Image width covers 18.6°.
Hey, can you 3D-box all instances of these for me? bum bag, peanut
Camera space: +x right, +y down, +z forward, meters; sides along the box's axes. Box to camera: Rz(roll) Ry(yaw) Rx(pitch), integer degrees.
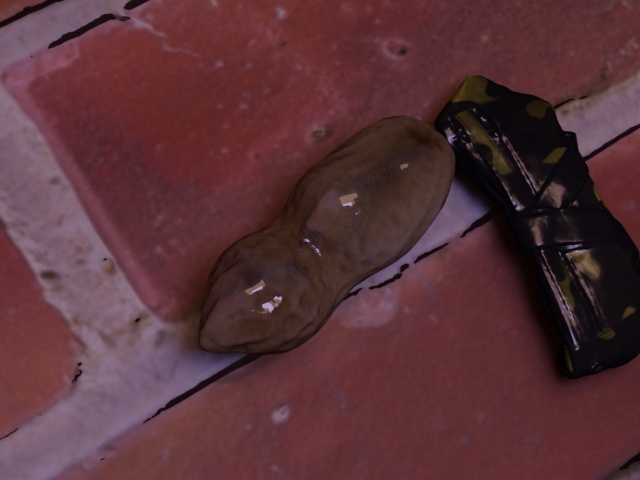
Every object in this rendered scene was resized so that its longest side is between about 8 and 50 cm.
[{"bbox_3d":[0.161,-0.017,1.371,0.106,0.060,0.232,-19,76,-32],"label":"bum bag"},{"bbox_3d":[0.001,0.001,1.292,0.085,0.104,0.228,40,64,13],"label":"peanut"}]
